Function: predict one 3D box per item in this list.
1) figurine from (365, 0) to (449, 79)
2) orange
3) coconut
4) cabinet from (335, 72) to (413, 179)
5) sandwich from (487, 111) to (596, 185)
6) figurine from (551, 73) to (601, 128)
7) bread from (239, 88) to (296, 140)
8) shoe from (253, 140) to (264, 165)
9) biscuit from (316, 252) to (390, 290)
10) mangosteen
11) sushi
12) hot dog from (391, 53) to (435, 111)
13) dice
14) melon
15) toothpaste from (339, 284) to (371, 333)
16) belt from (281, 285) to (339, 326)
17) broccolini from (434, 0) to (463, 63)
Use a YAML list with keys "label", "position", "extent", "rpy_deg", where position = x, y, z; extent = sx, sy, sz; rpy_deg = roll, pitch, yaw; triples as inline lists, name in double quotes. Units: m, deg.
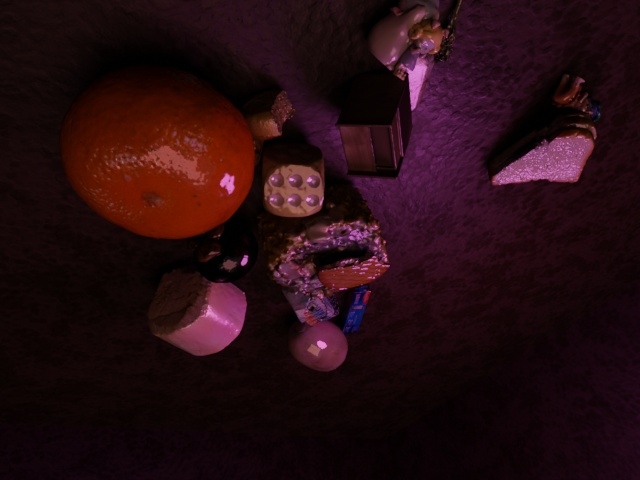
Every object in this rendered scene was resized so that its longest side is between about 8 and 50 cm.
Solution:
- label: "figurine"
  position: [0.222, -0.509, 1.037]
  extent: [0.127, 0.155, 0.235]
  rpy_deg: [14, 130, -43]
- label: "orange"
  position: [-0.364, -0.204, 1.051]
  extent: [0.425, 0.326, 0.423]
  rpy_deg: [1, 140, 1]
- label: "coconut"
  position: [-0.415, 0.247, 1.576]
  extent: [0.298, 0.297, 0.309]
  rpy_deg: [-26, 142, 11]
- label: "cabinet"
  position: [0.142, -0.297, 1.169]
  extent: [0.148, 0.215, 0.174]
  rpy_deg: [6, 143, 20]
- label: "sandwich"
  position: [0.683, -0.279, 1.408]
  extent: [0.289, 0.099, 0.254]
  rpy_deg: [-1, 151, 16]
- label: "figurine"
  position: [0.769, -0.411, 1.369]
  extent: [0.195, 0.111, 0.102]
  rpy_deg: [24, 108, -33]
- label: "bread"
  position: [-0.143, -0.317, 1.143]
  extent: [0.125, 0.156, 0.086]
  rpy_deg: [4, 138, 18]
- label: "shoe"
  position: [-0.202, -0.247, 1.251]
  extent: [0.109, 0.072, 0.069]
  rpy_deg: [-43, 171, 34]
- label: "biscuit"
  position: [0.093, 0.093, 1.400]
  extent: [0.229, 0.031, 0.176]
  rpy_deg: [17, 124, -35]
- label: "mangosteen"
  position: [-0.318, 0.017, 1.409]
  extent: [0.211, 0.211, 0.250]
  rpy_deg: [-30, 127, 16]
- label: "sushi"
  position: [0.000, 0.000, 1.463]
  extent: [0.397, 0.240, 0.351]
  rpy_deg: [-20, 138, 0]
- label: "hot dog"
  position: [0.235, -0.424, 1.202]
  extent: [0.108, 0.059, 0.191]
  rpy_deg: [0, 143, -6]
- label: "dice"
  position: [-0.079, -0.172, 1.269]
  extent: [0.169, 0.169, 0.166]
  rpy_deg: [-1, 122, -6]
- label: "melon"
  position: [-0.010, 0.449, 1.967]
  extent: [0.223, 0.223, 0.317]
  rpy_deg: [-34, 132, 20]
- label: "toothpaste"
  position: [0.146, 0.296, 1.967]
  extent: [0.077, 0.066, 0.320]
  rpy_deg: [-4, 137, -14]
- label: "belt"
  position: [-0.035, 0.214, 1.710]
  extent: [0.150, 0.207, 0.257]
  rpy_deg: [-29, 145, 10]
- label: "broccolini"
  position: [0.331, -0.552, 1.103]
  extent: [0.051, 0.054, 0.239]
  rpy_deg: [9, 132, -7]
